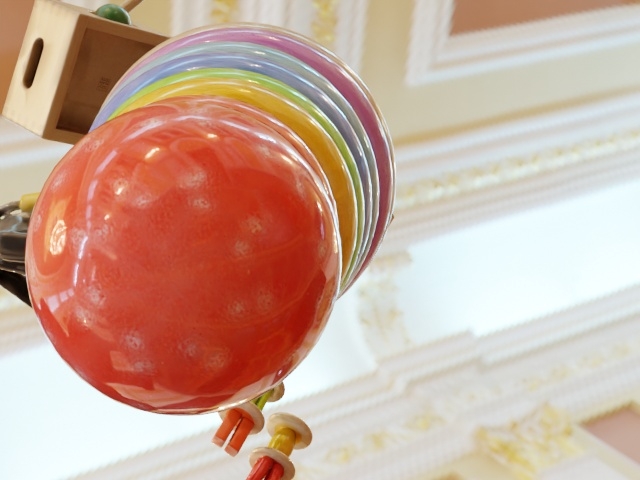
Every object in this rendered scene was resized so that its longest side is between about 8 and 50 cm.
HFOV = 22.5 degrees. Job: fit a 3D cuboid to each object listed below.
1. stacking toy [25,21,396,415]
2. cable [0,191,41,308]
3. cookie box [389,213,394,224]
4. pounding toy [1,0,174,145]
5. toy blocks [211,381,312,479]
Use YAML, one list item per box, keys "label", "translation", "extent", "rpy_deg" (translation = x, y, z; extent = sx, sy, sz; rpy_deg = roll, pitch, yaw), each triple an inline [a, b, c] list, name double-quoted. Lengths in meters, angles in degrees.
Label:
- label: "stacking toy"
  translation: [-0.038, -0.014, 0.576]
  extent: [0.141, 0.141, 0.330]
  rpy_deg: [-63, 2, 5]
- label: "cable"
  translation: [-0.269, -0.003, 1.329]
  extent: [0.072, 0.287, 0.139]
  rpy_deg: [-59, -28, -53]
- label: "cookie box"
  translation: [0.000, 0.000, 1.455]
  extent: [0.107, 0.040, 0.092]
  rpy_deg: [-11, -34, -34]
- label: "pounding toy"
  translation: [-0.196, -0.158, 1.403]
  extent: [0.130, 0.100, 0.141]
  rpy_deg: [10, -78, -44]
- label: "toy blocks"
  translation: [-0.072, 0.217, 1.626]
  extent: [0.123, 0.054, 0.148]
  rpy_deg: [62, -143, -29]
